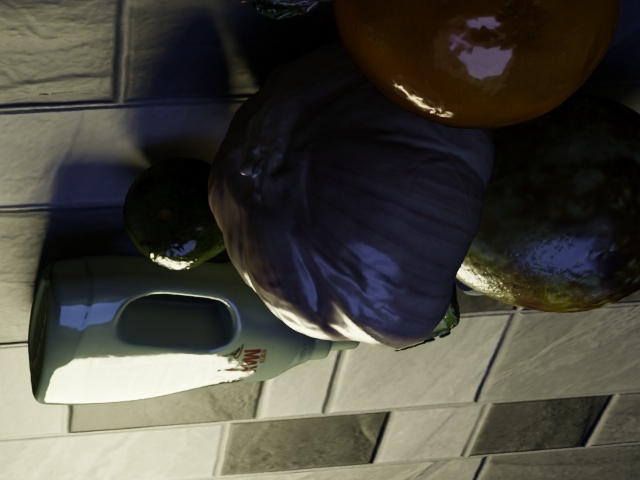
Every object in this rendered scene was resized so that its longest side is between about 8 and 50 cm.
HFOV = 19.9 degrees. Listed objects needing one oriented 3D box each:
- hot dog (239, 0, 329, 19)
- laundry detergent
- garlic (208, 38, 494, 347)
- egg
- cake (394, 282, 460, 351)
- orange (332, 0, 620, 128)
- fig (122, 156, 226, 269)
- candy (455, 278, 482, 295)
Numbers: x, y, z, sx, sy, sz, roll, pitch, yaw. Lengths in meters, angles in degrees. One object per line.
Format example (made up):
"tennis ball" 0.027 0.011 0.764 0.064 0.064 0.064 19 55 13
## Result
"hot dog" -0.020 -0.243 1.753 0.133 0.041 0.056 -7 149 -5
"laundry detergent" -0.143 0.100 2.209 0.398 0.124 0.264 -1 147 -16
"garlic" 0.028 -0.053 1.824 0.317 0.317 0.259 -33 139 33
"egg" 0.251 -0.036 1.970 0.289 0.238 0.238 -13 152 -20
"cake" 0.087 0.012 2.216 0.100 0.099 0.235 -19 127 15
"orange" 0.137 -0.224 1.620 0.261 0.261 0.261 -7 149 -4
"fig" -0.143 -0.031 2.006 0.123 0.123 0.156 -18 175 13
"candy" 0.207 0.001 2.189 0.138 0.071 0.174 -24 146 12
